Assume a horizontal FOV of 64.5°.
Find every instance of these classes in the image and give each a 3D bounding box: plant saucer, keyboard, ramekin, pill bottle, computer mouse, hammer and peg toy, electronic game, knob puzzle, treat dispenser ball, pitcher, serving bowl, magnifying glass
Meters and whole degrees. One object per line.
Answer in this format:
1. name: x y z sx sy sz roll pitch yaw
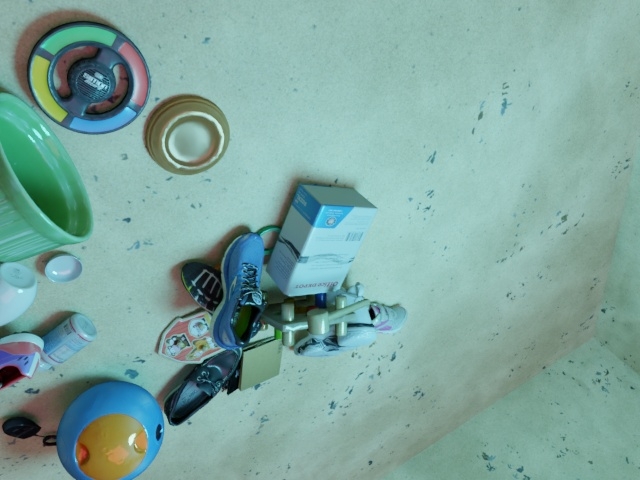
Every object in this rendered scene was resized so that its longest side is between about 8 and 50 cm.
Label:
1. plant saucer: -0.307 -0.239 1.200 0.200 0.037 0.200 -17 131 -21
2. keyboard: -0.304 0.455 1.769 0.100 0.038 0.192 -24 137 -47
3. ramekin: -0.580 -0.106 0.955 0.148 0.303 0.303 -24 134 -3
4. pill bottle: -0.679 0.270 1.333 0.160 0.087 0.087 -36 136 -2
5. computer mouse: -0.838 0.567 1.511 0.071 0.041 0.242 -28 142 1
6. hammer and peg toy: -0.027 0.233 1.536 0.266 0.361 0.127 -4 97 -31
7. electronic game: -0.462 -0.322 1.027 0.229 0.048 0.229 -17 131 -20
8. knob puzzle: -0.403 0.314 1.559 0.213 0.030 0.213 -9 120 -15
9. treat dispenser ball: -0.602 0.555 1.468 0.288 0.288 0.288 -17 132 -20
10. pitcher: -0.764 0.137 1.146 0.207 0.125 0.178 -42 145 16
11. serving bowl: -0.628 0.064 1.243 0.083 0.027 0.083 -17 132 -20
12. magnifying glass: -0.207 0.032 1.489 0.231 0.026 0.092 -30 135 -8

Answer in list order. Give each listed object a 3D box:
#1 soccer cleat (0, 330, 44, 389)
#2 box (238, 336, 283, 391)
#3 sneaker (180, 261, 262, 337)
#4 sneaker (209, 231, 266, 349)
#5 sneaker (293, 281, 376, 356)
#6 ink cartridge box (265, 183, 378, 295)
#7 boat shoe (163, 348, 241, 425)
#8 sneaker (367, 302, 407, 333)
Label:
1. soccer cleat: -0.833 0.328 1.234 0.318 0.116 0.108 -21 137 2
2. box: -0.209 0.431 1.791 0.164 0.021 0.201 -16 132 -33
3. sneaker: -0.306 0.178 1.481 0.300 0.121 0.111 53 57 -27
4. sneaker: -0.199 0.139 1.396 0.130 0.147 0.330 16 78 -40
5. sneaker: 0.039 0.282 1.774 0.137 0.210 0.366 16 149 -39
6. ink cartridge box: 0.000 0.000 1.507 0.223 0.129 0.307 0 124 -42
7. boat shoe: -0.383 0.471 1.647 0.340 0.113 0.127 -40 113 5
8. sneaker: 0.224 0.292 1.914 0.252 0.103 0.111 -14 132 -24
